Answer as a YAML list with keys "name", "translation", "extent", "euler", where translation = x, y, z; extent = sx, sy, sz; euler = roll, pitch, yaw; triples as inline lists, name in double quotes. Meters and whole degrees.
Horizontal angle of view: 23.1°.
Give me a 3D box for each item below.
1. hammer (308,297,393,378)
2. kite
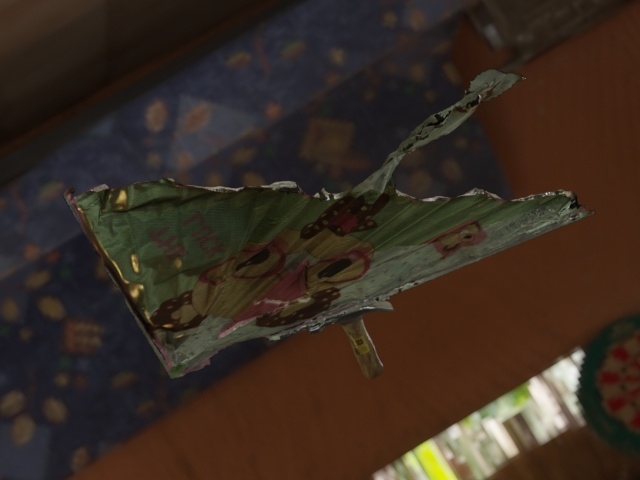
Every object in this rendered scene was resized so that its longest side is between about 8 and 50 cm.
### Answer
- name: "hammer"
  translation: [0.032, 0.074, 1.175]
  extent: [0.062, 0.017, 0.182]
  euler: [-21, 159, 2]
- name: "kite"
  translation: [0.000, 0.000, 0.728]
  extent: [0.323, 0.013, 0.268]
  euler: [-1, 150, -40]
